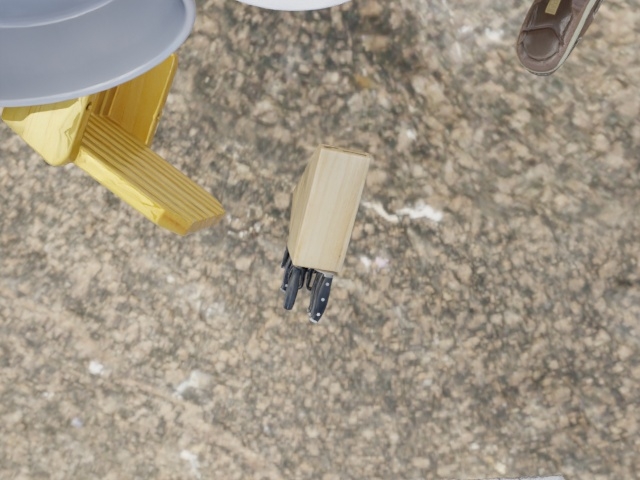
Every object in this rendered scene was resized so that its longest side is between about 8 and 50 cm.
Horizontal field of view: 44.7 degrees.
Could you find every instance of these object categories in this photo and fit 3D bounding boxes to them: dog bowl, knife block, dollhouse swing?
[{"bbox_3d":[-0.257,-0.225,0.721,0.265,0.265,0.104,-20,82,12],"label":"dog bowl"},{"bbox_3d":[0.000,0.000,1.334,0.088,0.242,0.275,9,156,-13],"label":"knife block"},{"bbox_3d":[-0.271,-0.215,1.259,0.305,0.347,0.315,22,98,5],"label":"dollhouse swing"}]

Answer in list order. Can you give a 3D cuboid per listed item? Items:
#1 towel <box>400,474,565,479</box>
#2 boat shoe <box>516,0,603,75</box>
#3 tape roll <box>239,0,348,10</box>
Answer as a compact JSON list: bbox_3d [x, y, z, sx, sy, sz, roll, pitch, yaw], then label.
[{"bbox_3d":[0.090,0.284,0.539,0.284,0.235,0.121,3,160,-13],"label":"towel"},{"bbox_3d":[0.343,-0.343,1.049,0.095,0.095,0.257,33,99,22],"label":"boat shoe"},{"bbox_3d":[-0.022,-0.336,0.626,0.286,0.100,0.286,3,126,4],"label":"tape roll"}]
